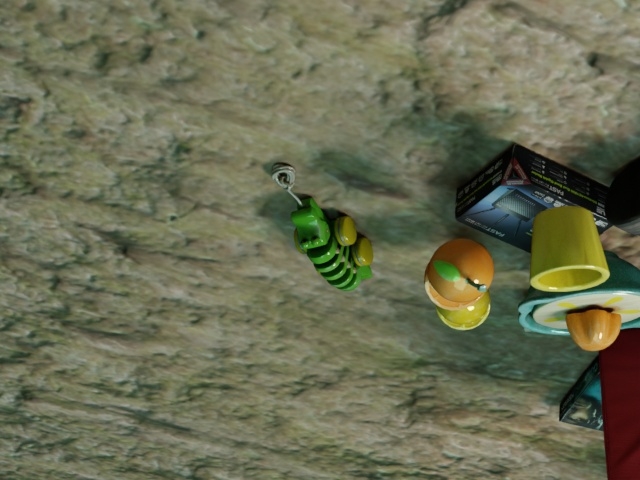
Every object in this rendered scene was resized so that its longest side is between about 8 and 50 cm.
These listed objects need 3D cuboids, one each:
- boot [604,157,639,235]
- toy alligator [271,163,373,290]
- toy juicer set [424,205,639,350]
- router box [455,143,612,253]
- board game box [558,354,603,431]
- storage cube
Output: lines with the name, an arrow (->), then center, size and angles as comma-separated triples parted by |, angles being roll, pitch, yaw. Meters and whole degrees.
boot -> 0.410, -0.020, 1.507 | 0.229, 0.091, 0.263 | 29, 151, -29
toy alligator -> 0.000, 0.000, 1.635 | 0.056, 0.051, 0.189 | -12, 141, 26
toy juicer set -> 0.221, 0.068, 1.596 | 0.209, 0.089, 0.329 | -15, 158, 28
router box -> 0.200, -0.032, 1.563 | 0.122, 0.038, 0.092 | 23, 144, -22
board game box -> 0.371, 0.181, 1.851 | 0.186, 0.026, 0.126 | 13, 145, -8
storage cube -> 0.383, 0.203, 1.678 | 0.184, 0.193, 0.215 | -8, 146, 14
